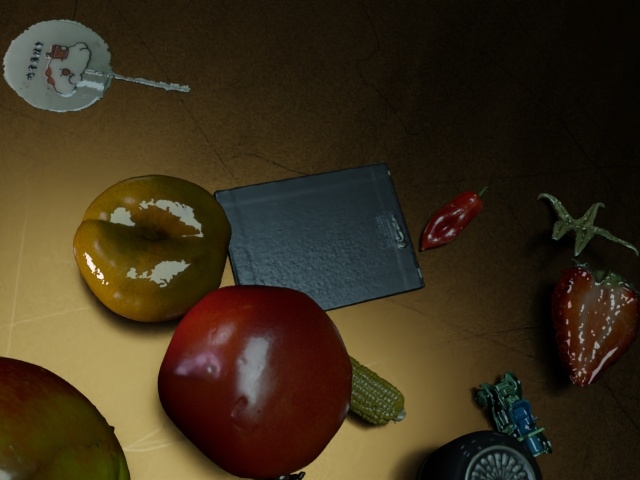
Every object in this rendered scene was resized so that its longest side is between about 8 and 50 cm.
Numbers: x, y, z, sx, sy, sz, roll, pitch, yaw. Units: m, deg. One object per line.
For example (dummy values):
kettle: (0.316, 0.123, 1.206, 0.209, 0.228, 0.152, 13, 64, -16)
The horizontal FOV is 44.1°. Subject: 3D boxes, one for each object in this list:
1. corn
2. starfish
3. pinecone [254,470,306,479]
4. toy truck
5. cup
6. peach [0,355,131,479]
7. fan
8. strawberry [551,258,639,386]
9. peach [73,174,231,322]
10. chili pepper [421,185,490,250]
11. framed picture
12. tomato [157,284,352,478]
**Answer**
corn: (0.038, 0.229, 1.310, 0.238, 0.080, 0.080, 34, 66, 2)
starfish: (0.504, -0.022, 1.509, 0.217, 0.050, 0.223, 27, 40, 25)
pinecone: (-0.049, 0.439, 1.175, 0.179, 0.150, 0.195, -1, 62, -19)
toy truck: (0.339, 0.306, 1.359, 0.080, 0.078, 0.154, -20, 76, -21)
cup: (0.269, 0.406, 1.252, 0.223, 0.176, 0.169, 31, 64, -5)
peach: (-0.436, 0.325, 1.027, 0.370, 0.370, 0.369, 5, 70, -13)
fan: (-0.399, -0.304, 1.424, 0.329, 0.009, 0.190, 11, 68, -10)
strawberry: (0.499, 0.161, 1.442, 0.175, 0.098, 0.228, 8, 72, -10)
peach: (-0.268, 0.009, 1.273, 0.251, 0.153, 0.251, 8, 66, -19)
chili pepper: (0.254, -0.047, 1.476, 0.191, 0.050, 0.059, -42, 102, -16)
framed picture: (0.000, 0.000, 1.417, 0.339, 0.014, 0.255, -12, 75, -17)
tomato: (-0.107, 0.205, 1.174, 0.299, 0.226, 0.298, -4, 79, 21)
